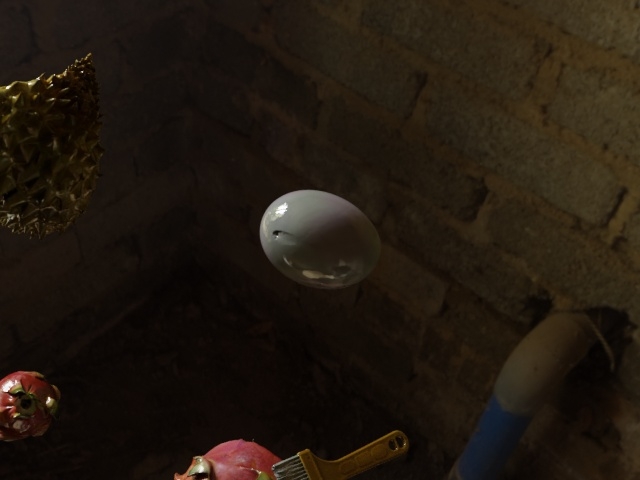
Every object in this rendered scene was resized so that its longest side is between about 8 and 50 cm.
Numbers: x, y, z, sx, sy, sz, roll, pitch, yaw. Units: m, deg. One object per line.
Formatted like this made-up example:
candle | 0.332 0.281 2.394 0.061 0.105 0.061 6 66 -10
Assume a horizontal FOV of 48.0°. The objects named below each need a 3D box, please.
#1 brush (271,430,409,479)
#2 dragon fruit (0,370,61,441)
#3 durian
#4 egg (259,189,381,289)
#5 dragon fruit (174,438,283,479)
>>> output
brush | 0.048 0.365 1.163 0.272 0.013 0.103 -11 68 -40
dragon fruit | -0.354 0.196 0.851 0.086 0.116 0.081 3 76 -12
durian | -0.287 -0.084 0.710 0.182 0.165 0.132 -6 38 17
egg | 0.000 0.000 0.779 0.135 0.103 0.103 21 43 -10
dragon fruit | -0.180 0.542 1.409 0.290 0.291 0.189 29 22 19
